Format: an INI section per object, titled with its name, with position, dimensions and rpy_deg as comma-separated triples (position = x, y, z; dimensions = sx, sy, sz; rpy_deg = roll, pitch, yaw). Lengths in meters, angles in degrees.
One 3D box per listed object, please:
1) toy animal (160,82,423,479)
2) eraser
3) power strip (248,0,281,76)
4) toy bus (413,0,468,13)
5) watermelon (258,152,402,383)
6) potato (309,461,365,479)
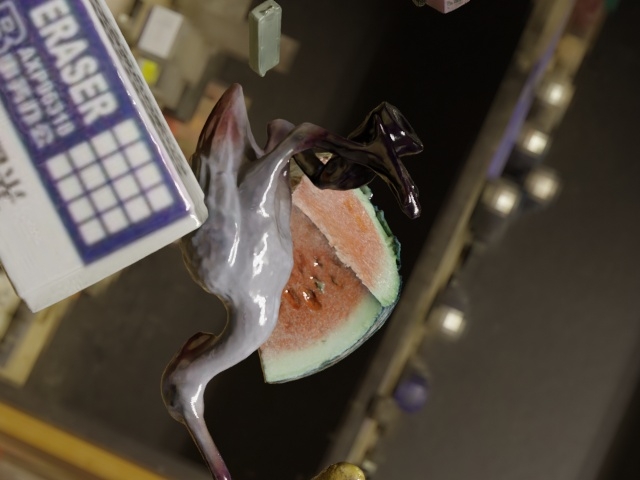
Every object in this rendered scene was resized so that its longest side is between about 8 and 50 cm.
[toy animal]
position = -0.059, 0.011, 1.423
dimensions = 0.324, 0.195, 0.090
rpy_deg = -55, 154, 4
[eraser]
position = -0.184, -0.107, 1.100
dimensions = 0.124, 0.279, 0.081
rpy_deg = -27, -175, 4
[power strip]
position = -0.049, -0.177, 1.600
dimensions = 0.027, 0.017, 0.083
rpy_deg = -33, 151, -26
[toy bus]
position = 0.073, -0.241, 1.557
dimensions = 0.037, 0.131, 0.052
rpy_deg = -30, 135, -29
[watermelon]
position = 0.000, 0.000, 1.914
dimensions = 0.226, 0.148, 0.318
rpy_deg = 57, 25, -42
[potato]
position = 0.009, 0.237, 1.690
dimensions = 0.092, 0.047, 0.045
rpy_deg = 128, -40, -48
